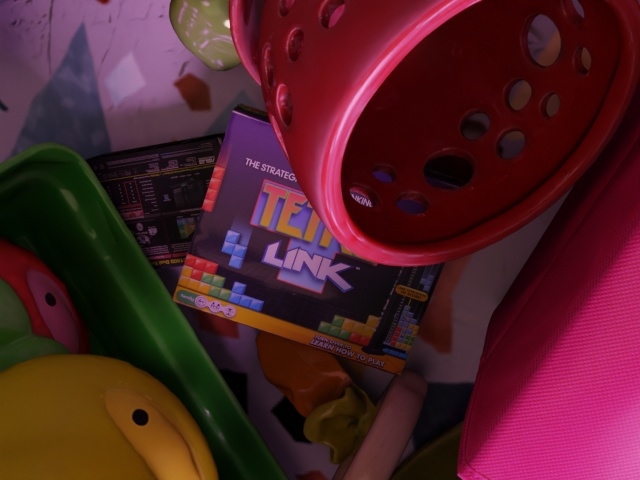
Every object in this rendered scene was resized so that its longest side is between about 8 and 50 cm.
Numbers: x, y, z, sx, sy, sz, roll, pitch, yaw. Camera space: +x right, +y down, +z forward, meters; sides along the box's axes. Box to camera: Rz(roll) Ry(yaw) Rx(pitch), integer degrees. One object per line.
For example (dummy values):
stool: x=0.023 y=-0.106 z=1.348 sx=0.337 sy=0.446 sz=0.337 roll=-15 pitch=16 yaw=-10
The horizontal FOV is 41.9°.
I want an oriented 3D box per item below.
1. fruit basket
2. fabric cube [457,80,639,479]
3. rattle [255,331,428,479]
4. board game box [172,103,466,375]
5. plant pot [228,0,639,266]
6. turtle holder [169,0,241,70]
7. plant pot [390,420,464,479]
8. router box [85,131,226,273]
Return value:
fruit basket: x=-0.155 y=0.137 z=0.523 sx=0.392 sy=0.283 sz=0.392 roll=21 pitch=131 yaw=26
fabric cube: x=0.253 y=0.033 z=0.434 sx=0.254 sy=0.259 sz=0.258 roll=29 pitch=109 yaw=7
rattle: x=-0.014 y=0.154 z=0.569 sx=0.143 sy=0.200 sz=0.130 roll=42 pitch=139 yaw=-6
board game box: x=0.000 y=0.000 z=0.580 sx=0.170 sy=0.048 sz=0.141 roll=18 pitch=105 yaw=-4
plant pot: x=0.053 y=-0.108 z=0.472 sx=0.191 sy=0.191 sz=0.174 roll=-49 pitch=46 yaw=22
turtle holder: x=-0.151 y=-0.259 z=0.491 sx=0.227 sy=0.320 sz=0.243 roll=-42 pitch=62 yaw=18
plant pot: x=0.177 y=0.358 z=0.523 sx=0.353 sy=0.366 sz=0.366 roll=34 pitch=112 yaw=-8
router box: x=-0.112 y=-0.028 z=0.634 sx=0.122 sy=0.038 sz=0.092 roll=-7 pitch=104 yaw=18
